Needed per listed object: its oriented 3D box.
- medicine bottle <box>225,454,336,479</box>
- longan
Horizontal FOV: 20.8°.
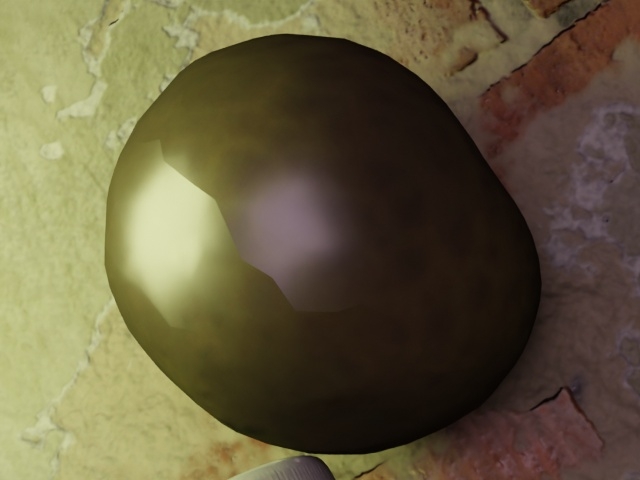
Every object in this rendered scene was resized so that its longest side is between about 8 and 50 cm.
[{"bbox_3d":[0.001,0.372,1.496,0.208,0.208,0.339,-30,68,5],"label":"medicine bottle"},{"bbox_3d":[0.000,0.000,1.566,0.404,0.336,0.404,10,53,-13],"label":"longan"}]
